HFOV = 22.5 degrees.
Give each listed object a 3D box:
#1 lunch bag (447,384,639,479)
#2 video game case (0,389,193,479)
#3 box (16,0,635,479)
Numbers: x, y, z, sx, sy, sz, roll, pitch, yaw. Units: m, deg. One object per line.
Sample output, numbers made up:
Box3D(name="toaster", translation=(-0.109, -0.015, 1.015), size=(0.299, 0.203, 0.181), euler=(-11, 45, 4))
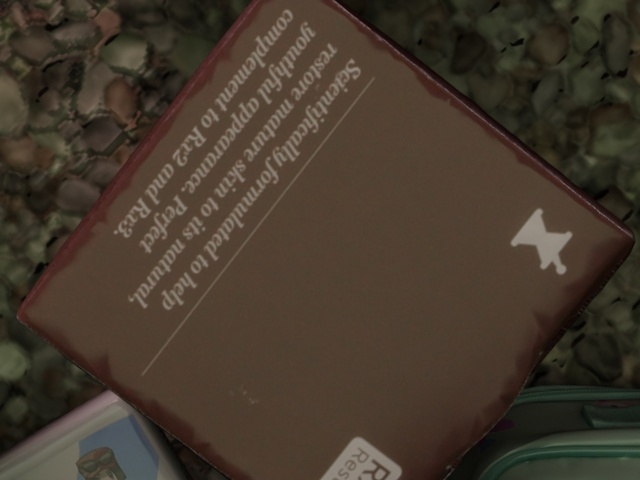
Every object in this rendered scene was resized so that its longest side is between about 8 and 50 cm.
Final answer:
Box3D(name="lunch bag", translation=(0.195, 0.174, 0.757), size=(0.279, 0.108, 0.224), euler=(1, 97, -2))
Box3D(name="video game case", translation=(-0.150, 0.272, 0.736), size=(0.329, 0.036, 0.300), euler=(-30, 96, 4))
Box3D(name="box", translation=(0.000, 0.000, 0.678), size=(0.167, 0.203, 0.168), euler=(38, 95, -6))
